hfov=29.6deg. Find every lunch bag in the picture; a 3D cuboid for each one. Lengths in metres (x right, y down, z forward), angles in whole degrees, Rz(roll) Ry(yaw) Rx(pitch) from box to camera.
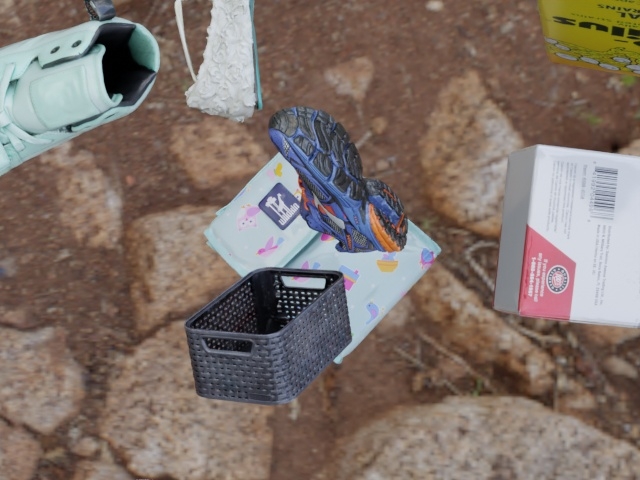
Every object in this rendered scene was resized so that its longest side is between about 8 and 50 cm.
[{"bbox_3d":[0.000,0.000,1.675,0.262,0.160,0.223,43,94,-6],"label":"lunch bag"}]

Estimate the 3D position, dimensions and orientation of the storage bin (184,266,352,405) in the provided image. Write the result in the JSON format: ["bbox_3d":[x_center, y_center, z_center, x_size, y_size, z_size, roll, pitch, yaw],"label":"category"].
[{"bbox_3d":[-0.054,0.102,1.337,0.180,0.122,0.084,-40,127,-55],"label":"storage bin"}]

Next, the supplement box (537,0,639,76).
[{"bbox_3d":[0.267,-0.237,0.870,0.356,0.194,0.195,7,94,-77],"label":"supplement box"}]

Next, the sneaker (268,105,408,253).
[{"bbox_3d":[0.006,-0.050,1.256,0.221,0.087,0.083,50,33,-37],"label":"sneaker"}]

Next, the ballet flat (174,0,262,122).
[{"bbox_3d":[-0.152,-0.382,1.806,0.147,0.147,0.409,-1,93,-40],"label":"ballet flat"}]

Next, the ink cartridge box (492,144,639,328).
[{"bbox_3d":[0.357,0.003,1.433,0.272,0.114,0.197,7,89,-8],"label":"ink cartridge box"}]

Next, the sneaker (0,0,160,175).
[{"bbox_3d":[-0.223,-0.089,0.820,0.256,0.151,0.094,-41,113,-41],"label":"sneaker"}]
